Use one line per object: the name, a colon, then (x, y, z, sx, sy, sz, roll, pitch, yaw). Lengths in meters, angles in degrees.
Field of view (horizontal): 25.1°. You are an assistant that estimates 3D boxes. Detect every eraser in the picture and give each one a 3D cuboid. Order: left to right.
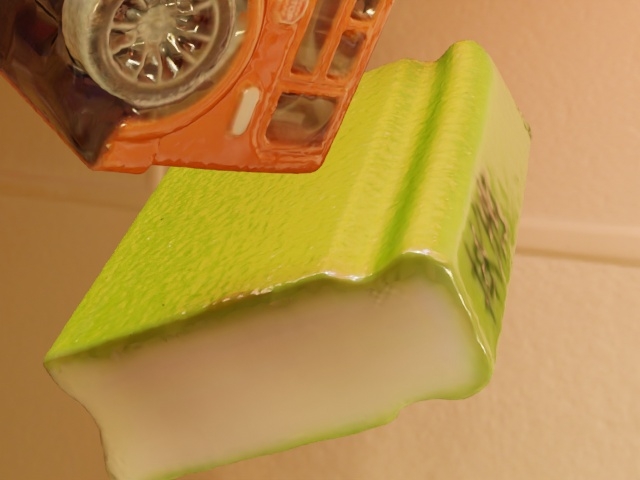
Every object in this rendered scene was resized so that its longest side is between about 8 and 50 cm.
eraser: (0.000, 0.000, 0.746, 0.210, 0.274, 0.092, -17, -68, 22)

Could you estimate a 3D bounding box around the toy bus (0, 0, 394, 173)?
toy bus: (-0.015, -0.192, 0.505, 0.143, 0.153, 0.329, 42, -63, 43)
